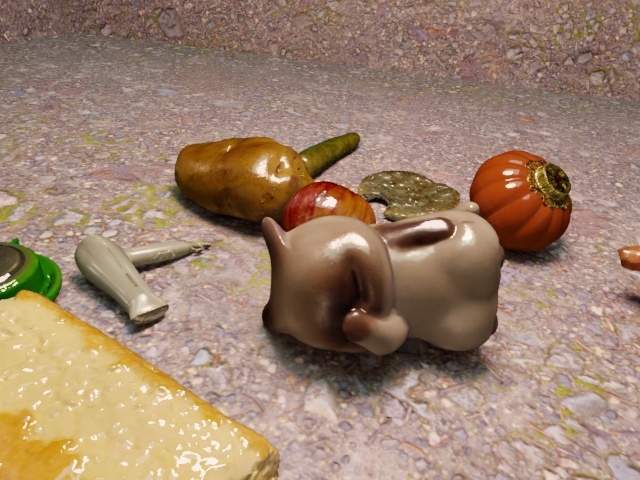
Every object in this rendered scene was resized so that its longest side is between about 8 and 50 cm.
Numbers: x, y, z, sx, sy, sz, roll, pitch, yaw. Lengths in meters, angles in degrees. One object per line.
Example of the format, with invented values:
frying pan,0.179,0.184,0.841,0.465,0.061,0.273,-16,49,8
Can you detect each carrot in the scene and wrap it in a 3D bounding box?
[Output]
carrot,0.029,-0.256,1.356,0.074,0.074,0.358,19,33,22

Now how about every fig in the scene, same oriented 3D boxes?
fig,-0.004,-0.005,0.878,0.175,0.175,0.207,22,62,25

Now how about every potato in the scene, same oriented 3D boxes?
potato,-0.186,-0.147,1.059,0.369,0.195,0.176,15,-1,31

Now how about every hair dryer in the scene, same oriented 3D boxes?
hair dryer,-0.279,0.046,0.847,0.206,0.075,0.237,34,33,28

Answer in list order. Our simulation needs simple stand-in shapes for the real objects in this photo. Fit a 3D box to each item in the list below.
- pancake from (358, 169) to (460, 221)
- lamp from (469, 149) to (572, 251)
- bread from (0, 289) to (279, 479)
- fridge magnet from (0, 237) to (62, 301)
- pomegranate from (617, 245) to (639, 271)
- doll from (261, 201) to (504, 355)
pancake,0.221,-0.109,1.173,0.254,0.037,0.253,4,32,-3
lamp,0.420,-0.083,1.006,0.223,0.196,0.223,13,60,-25
bread,-0.250,0.217,0.457,0.376,0.165,0.236,21,38,23
fridge magnet,-0.513,0.071,0.730,0.208,0.088,0.208,3,32,-2
pomegranate,0.654,0.042,0.793,0.271,0.251,0.229,-2,16,31
doll,0.107,0.060,0.717,0.371,0.214,0.226,-8,29,-17
